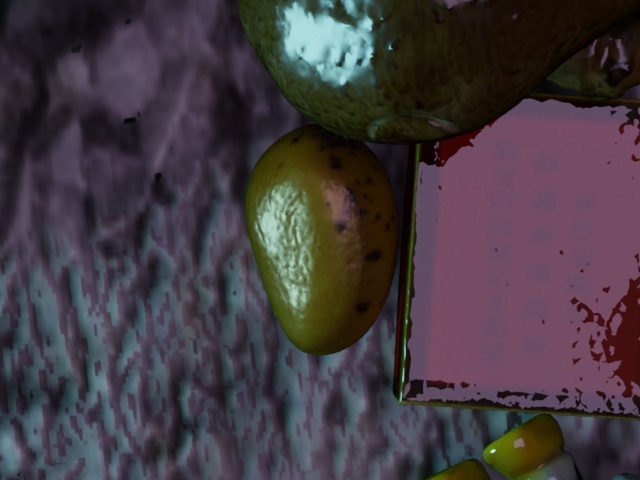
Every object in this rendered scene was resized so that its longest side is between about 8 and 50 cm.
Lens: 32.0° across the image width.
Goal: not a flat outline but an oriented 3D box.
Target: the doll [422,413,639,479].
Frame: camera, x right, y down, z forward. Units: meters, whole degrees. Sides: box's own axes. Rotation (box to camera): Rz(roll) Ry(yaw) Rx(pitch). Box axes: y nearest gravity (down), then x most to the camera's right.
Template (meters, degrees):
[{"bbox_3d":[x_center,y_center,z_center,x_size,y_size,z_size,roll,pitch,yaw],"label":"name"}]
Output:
[{"bbox_3d":[0.167,0.229,0.532,0.145,0.103,0.316,-34,84,5],"label":"doll"}]

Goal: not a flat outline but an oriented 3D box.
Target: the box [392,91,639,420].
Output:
[{"bbox_3d":[0.159,0.010,0.545,0.239,0.074,0.153,4,86,0],"label":"box"}]

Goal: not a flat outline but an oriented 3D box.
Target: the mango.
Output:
[{"bbox_3d":[0.000,0.000,0.549,0.078,0.057,0.114,4,97,27],"label":"mango"}]

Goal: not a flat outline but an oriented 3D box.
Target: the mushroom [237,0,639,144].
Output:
[{"bbox_3d":[0.066,-0.146,0.484,0.231,0.138,0.194,-41,66,-18],"label":"mushroom"}]
